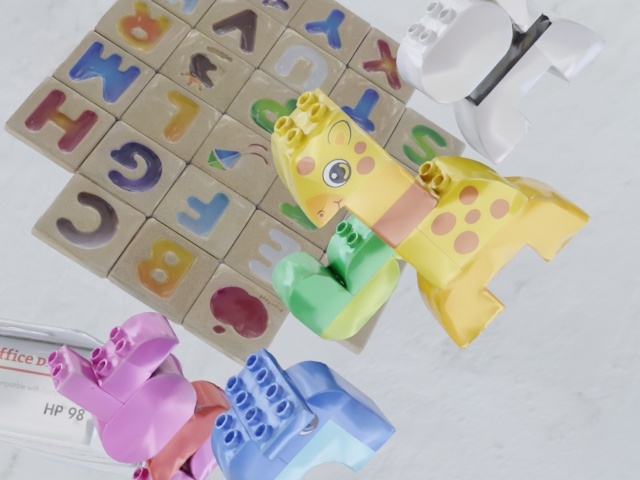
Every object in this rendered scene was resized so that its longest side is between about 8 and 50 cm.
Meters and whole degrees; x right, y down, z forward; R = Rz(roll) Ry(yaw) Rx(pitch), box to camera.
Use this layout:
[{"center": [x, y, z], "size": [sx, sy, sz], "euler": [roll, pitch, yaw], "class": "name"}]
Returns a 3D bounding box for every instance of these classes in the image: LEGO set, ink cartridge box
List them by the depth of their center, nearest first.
[{"center": [0.000, 0.000, 0.377], "size": [0.227, 0.087, 0.093], "euler": [-48, -58, 3], "class": "LEGO set"}, {"center": [-0.153, 0.101, 0.741], "size": [0.104, 0.180, 0.060], "euler": [6, -108, 21], "class": "ink cartridge box"}]

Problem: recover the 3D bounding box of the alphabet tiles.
[{"center": [-0.047, -0.075, 0.883], "size": [0.285, 0.011, 0.343], "euler": [33, -129, -4], "class": "alphabet tiles"}]
